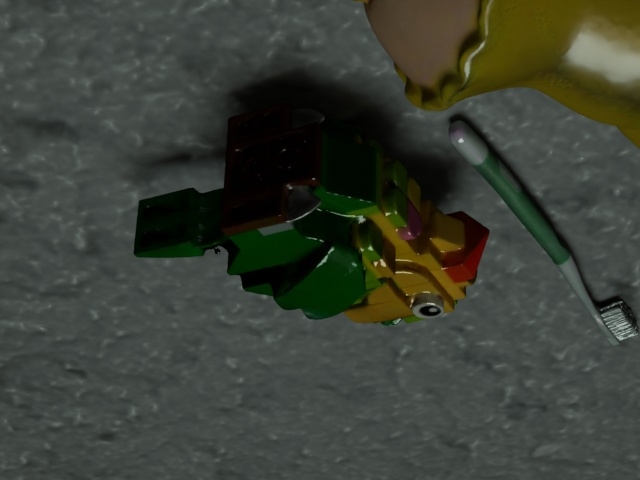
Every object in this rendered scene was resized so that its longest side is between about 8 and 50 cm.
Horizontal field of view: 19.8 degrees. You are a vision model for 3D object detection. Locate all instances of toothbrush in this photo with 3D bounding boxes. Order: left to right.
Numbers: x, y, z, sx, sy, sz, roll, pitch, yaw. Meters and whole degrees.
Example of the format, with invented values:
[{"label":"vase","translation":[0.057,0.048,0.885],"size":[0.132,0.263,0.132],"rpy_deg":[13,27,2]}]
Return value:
[{"label":"toothbrush","translation":[0.144,0.000,1.156],"size":[0.024,0.018,0.257],"rpy_deg":[-24,137,20]}]

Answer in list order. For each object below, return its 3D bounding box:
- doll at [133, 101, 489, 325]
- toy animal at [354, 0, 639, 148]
[{"label":"doll","translation":[0.005,-0.004,1.072],"size":[0.186,0.106,0.134],"rpy_deg":[22,141,-28]},{"label":"toy animal","translation":[0.106,-0.124,0.902],"size":[0.229,0.156,0.156],"rpy_deg":[11,140,-12]}]
